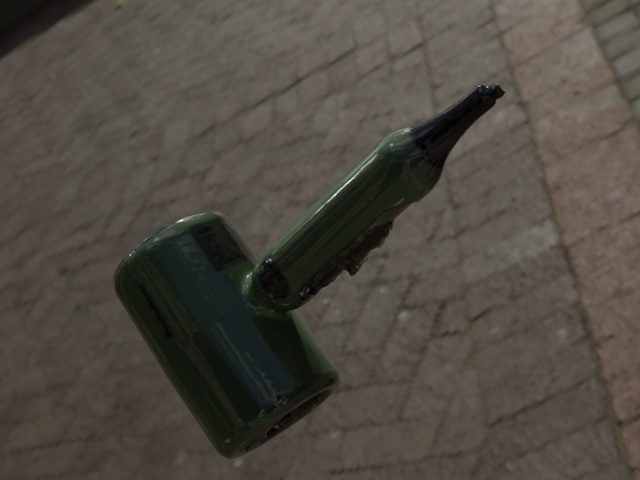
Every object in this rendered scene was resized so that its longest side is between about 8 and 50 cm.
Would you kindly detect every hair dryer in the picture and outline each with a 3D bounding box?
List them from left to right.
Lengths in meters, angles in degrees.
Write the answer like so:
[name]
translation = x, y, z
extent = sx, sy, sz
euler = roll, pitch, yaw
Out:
[hair dryer]
translation = 0.000, 0.000, 0.384
extent = 0.150, 0.071, 0.047
euler = -43, -13, 35
